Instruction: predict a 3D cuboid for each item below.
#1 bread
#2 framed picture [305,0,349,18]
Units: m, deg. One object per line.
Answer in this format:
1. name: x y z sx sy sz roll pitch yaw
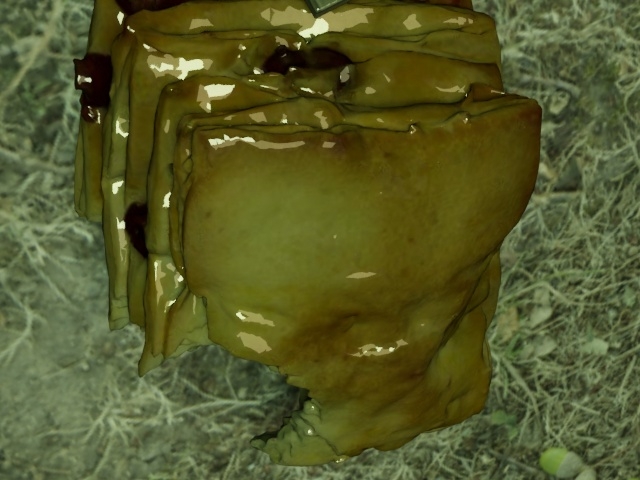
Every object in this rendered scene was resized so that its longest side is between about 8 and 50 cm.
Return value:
1. bread: 0.000 0.000 0.693 0.314 0.191 0.370 -8 112 -21
2. framed picture: 0.015 -0.293 0.624 0.189 0.023 0.260 -30 90 -11
